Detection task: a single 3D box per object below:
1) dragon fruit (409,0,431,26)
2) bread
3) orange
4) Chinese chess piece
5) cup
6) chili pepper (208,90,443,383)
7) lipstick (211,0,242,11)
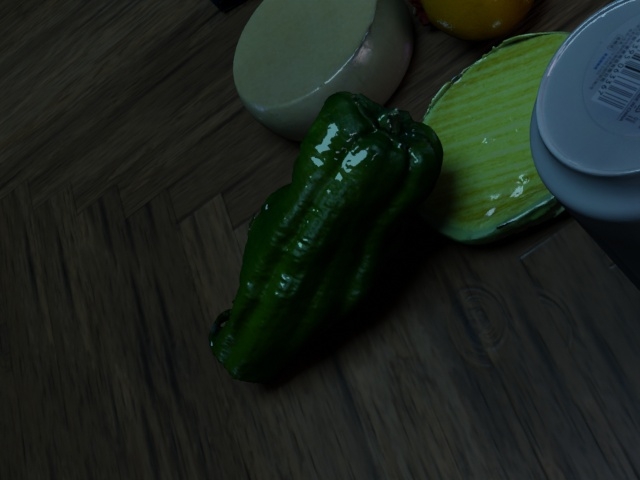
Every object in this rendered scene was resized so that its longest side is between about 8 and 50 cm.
[{"bbox_3d":[0.176,-0.375,1.797,0.092,0.122,0.192,133,158,-73],"label":"dragon fruit"},{"bbox_3d":[0.231,-0.126,1.572,0.301,0.045,0.301,-22,48,28],"label":"bread"},{"bbox_3d":[0.200,-0.333,1.675,0.156,0.124,0.156,-8,65,17],"label":"orange"},{"bbox_3d":[0.003,-0.264,1.820,0.273,0.102,0.273,-21,51,28],"label":"Chinese chess piece"},{"bbox_3d":[0.391,-0.069,1.190,0.323,0.327,0.236,-13,54,31],"label":"cup"},{"bbox_3d":[0.010,0.005,1.568,0.167,0.213,0.385,40,117,15],"label":"chili pepper"},{"bbox_3d":[-0.041,-0.454,2.032,0.312,0.051,0.051,-25,47,21],"label":"lipstick"}]
